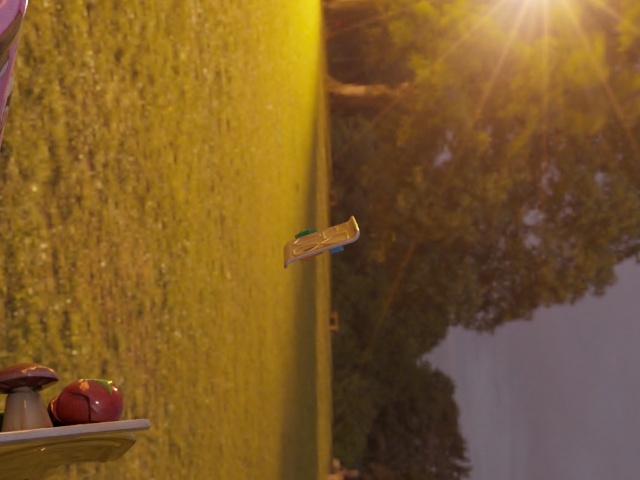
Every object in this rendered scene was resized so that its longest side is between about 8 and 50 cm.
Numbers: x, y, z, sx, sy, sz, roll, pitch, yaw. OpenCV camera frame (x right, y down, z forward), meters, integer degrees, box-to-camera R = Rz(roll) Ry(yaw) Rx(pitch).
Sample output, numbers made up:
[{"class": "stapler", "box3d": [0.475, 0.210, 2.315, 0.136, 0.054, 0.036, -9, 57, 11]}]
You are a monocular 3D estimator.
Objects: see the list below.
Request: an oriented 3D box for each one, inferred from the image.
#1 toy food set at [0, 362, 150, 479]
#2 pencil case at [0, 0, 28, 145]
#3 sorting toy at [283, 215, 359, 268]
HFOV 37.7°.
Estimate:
[{"class": "toy food set", "box3d": [-0.211, 0.136, 0.724, 0.218, 0.128, 0.071, -44, -126, 57]}, {"class": "pencil case", "box3d": [-0.295, -0.070, 0.586, 0.386, 0.160, 0.167, -47, -117, 52]}, {"class": "sorting toy", "box3d": [0.000, 0.000, 0.725, 0.083, 0.062, 0.012, -102, 169, -76]}]
